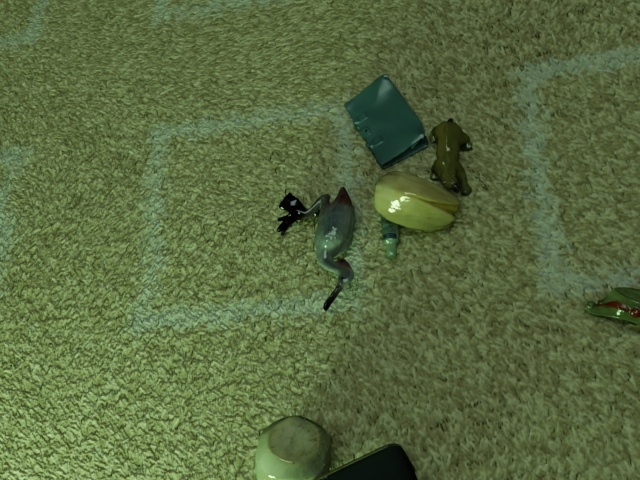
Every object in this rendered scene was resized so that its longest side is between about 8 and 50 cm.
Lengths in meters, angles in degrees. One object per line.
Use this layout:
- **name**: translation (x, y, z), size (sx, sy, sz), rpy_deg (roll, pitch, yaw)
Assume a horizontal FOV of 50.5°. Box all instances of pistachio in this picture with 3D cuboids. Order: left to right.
- **pistachio**: translation (0.215, -0.083, 1.532), size (0.201, 0.145, 0.117), rpy_deg (22, 96, -2)

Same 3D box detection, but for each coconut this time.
- **coconut**: translation (-0.055, 0.446, 1.381), size (0.161, 0.162, 0.161), rpy_deg (4, 44, -3)

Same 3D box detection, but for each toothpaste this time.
- **toothpaste**: translation (0.164, -0.057, 1.602), size (0.062, 0.037, 0.216), rpy_deg (-3, 63, 4)

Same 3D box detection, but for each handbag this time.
- **handbag**: translation (0.163, -0.295, 1.700), size (0.144, 0.057, 0.221), rpy_deg (-32, 64, 8)

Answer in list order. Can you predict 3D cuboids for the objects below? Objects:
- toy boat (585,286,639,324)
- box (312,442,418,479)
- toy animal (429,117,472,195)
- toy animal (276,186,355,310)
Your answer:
- **toy boat**: translation (0.636, 0.141, 1.369), size (0.185, 0.071, 0.089), rpy_deg (18, 31, 21)
- **box**: translation (0.094, 0.494, 1.308), size (0.201, 0.144, 0.090), rpy_deg (-25, 40, 2)
- **toy animal**: translation (0.301, -0.193, 1.587), size (0.103, 0.101, 0.218), rpy_deg (0, 67, 14)
- **toy animal**: translation (0.024, -0.004, 1.587), size (0.195, 0.090, 0.324), rpy_deg (-37, 54, 5)
